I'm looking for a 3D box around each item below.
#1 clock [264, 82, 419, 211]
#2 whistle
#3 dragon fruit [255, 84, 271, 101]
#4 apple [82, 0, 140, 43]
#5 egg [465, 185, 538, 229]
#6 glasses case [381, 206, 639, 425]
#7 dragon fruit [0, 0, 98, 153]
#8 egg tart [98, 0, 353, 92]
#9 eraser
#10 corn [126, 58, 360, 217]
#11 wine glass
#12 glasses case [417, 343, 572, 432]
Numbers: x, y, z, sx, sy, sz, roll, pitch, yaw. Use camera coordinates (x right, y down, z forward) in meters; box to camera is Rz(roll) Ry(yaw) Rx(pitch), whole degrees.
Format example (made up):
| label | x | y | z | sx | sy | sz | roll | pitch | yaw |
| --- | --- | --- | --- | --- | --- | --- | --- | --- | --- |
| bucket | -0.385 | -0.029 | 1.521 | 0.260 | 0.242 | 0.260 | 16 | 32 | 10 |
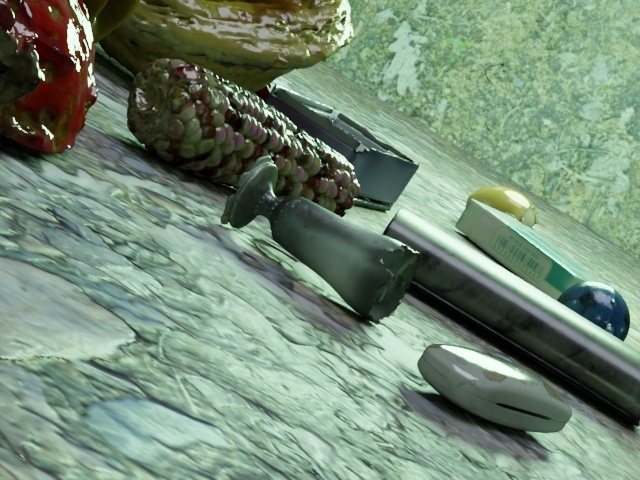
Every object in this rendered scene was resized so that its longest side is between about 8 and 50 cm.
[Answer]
| label | x | y | z | sx | sy | sz | roll | pitch | yaw |
| --- | --- | --- | --- | --- | --- | --- | --- | --- | --- |
| clock | 0.014 | -0.106 | 2.064 | 0.145 | 0.073 | 0.193 | 34 | 9 | 21 |
| whistle | 0.283 | 0.080 | 1.907 | 0.090 | 0.090 | 0.158 | 29 | 9 | -15 |
| dragon fruit | -0.121 | -0.204 | 2.156 | 0.162 | 0.083 | 0.106 | 26 | 6 | -8 |
| apple | -0.250 | -0.269 | 1.506 | 0.264 | 0.264 | 0.264 | 31 | 9 | -5 |
| egg | 0.246 | -0.036 | 2.452 | 0.096 | 0.080 | 0.080 | 26 | 5 | 28 |
| glasses case | 0.189 | 0.071 | 1.710 | 0.299 | 0.060 | 0.114 | 32 | 11 | 4 |
| dragon fruit | -0.243 | -0.152 | 1.256 | 0.262 | 0.134 | 0.211 | 26 | 13 | -29 |
| egg tart | -0.138 | -0.258 | 2.006 | 0.352 | 0.150 | 0.352 | 16 | 29 | -9 |
| eraser | 0.276 | 0.025 | 2.293 | 0.096 | 0.052 | 0.225 | 21 | 13 | -42 |
| corn | -0.069 | -0.087 | 1.641 | 0.092 | 0.092 | 0.280 | 39 | 8 | 40 |
| wine glass | 0.000 | 0.000 | 1.448 | 0.155 | 0.072 | 0.072 | 33 | 9 | 18 |
| glasses case | 0.133 | 0.112 | 1.345 | 0.063 | 0.041 | 0.164 | 38 | 11 | 39 |
